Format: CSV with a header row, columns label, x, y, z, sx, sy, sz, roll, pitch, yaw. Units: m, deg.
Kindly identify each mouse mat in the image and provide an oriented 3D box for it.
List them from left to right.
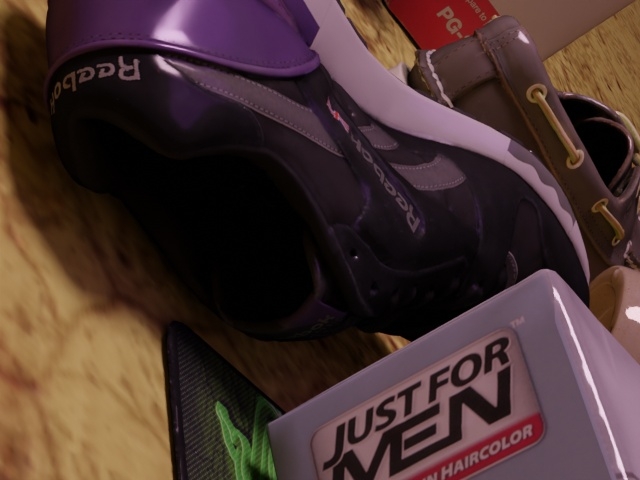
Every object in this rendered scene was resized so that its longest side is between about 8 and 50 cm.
label,x,y,z,sx,sy,sz,roll,pitch,yaw
mouse mat,0.005,0.125,0.579,0.152,0.007,0.190,44,21,-36

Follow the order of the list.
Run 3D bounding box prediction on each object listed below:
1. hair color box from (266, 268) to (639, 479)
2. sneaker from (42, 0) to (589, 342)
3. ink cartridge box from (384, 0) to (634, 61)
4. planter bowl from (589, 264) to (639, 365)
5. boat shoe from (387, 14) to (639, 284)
label,x,y,z,sx,sy,sz,roll,pitch,yaw
hair color box,0.109,0.212,0.520,0.185,0.113,0.374,41,27,-44
sneaker,0.000,0.000,0.669,0.283,0.107,0.124,39,40,-37
ink cartridge box,0.160,-0.215,1.188,0.100,0.237,0.172,50,19,-24
planter bowl,0.163,0.078,0.875,0.109,0.162,0.162,26,23,-6
boat shoe,0.140,-0.036,1.070,0.305,0.091,0.109,32,31,-54
